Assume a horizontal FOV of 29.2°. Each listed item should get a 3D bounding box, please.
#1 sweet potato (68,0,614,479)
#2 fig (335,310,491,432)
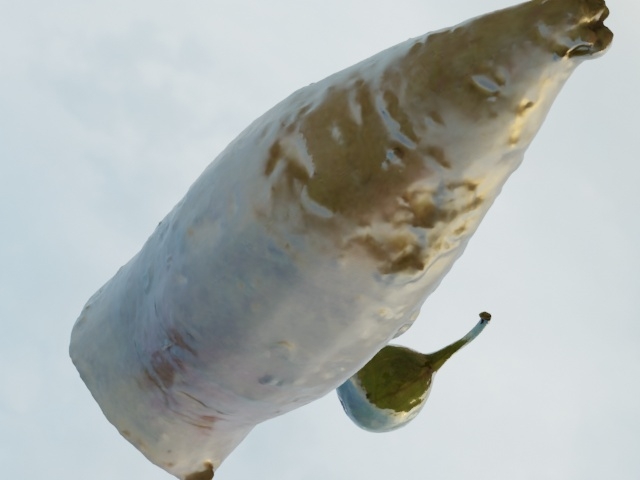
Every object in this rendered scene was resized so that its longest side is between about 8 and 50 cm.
[{"bbox_3d":[-0.001,-0.003,0.567,0.131,0.337,0.131,21,-132,-26],"label":"sweet potato"},{"bbox_3d":[0.130,0.166,1.659,0.124,0.236,0.124,56,173,11],"label":"fig"}]
